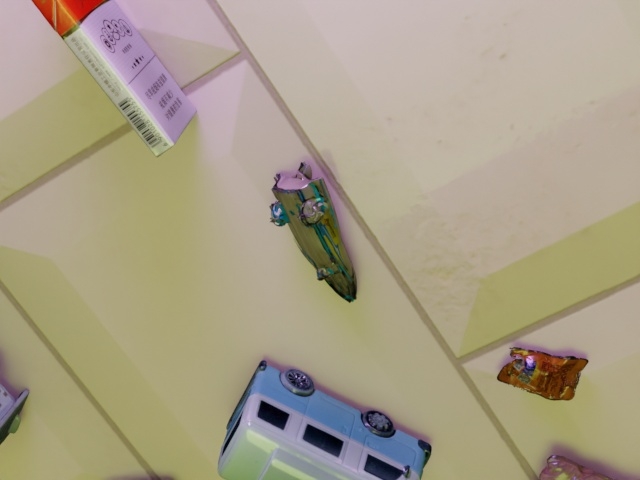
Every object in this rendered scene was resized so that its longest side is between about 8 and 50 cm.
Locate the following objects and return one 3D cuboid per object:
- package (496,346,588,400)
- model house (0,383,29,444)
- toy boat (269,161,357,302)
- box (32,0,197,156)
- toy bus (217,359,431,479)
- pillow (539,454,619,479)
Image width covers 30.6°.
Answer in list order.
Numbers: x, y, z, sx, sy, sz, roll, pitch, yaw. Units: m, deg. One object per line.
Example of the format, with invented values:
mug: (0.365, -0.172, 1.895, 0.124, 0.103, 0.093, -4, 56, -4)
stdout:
package: (0.293, 0.174, 1.537, 0.110, 0.033, 0.077, 15, 108, -2)
model house: (-0.549, 0.245, 1.631, 0.198, 0.224, 0.215, -30, 103, 20)
toy boat: (0.000, 0.000, 1.495, 0.084, 0.066, 0.210, 7, 133, 45)
box: (-0.244, -0.223, 1.387, 0.035, 0.139, 0.245, -32, 108, 19)
toy bus: (0.003, 0.300, 1.579, 0.271, 0.165, 0.133, 26, 117, -3)
pillow: (0.380, 0.417, 1.610, 0.236, 0.084, 0.223, 19, 119, 4)
